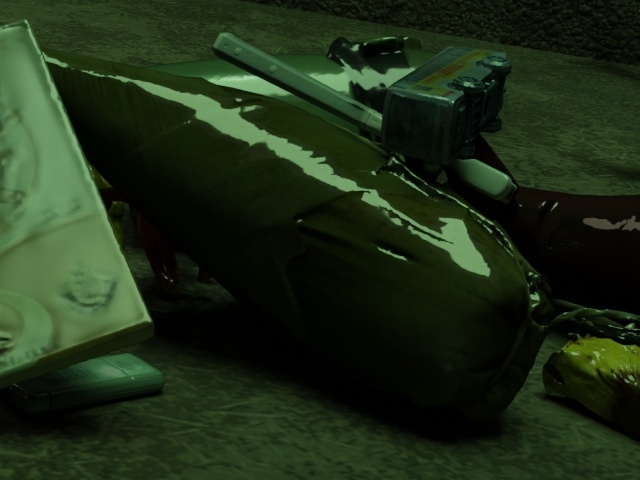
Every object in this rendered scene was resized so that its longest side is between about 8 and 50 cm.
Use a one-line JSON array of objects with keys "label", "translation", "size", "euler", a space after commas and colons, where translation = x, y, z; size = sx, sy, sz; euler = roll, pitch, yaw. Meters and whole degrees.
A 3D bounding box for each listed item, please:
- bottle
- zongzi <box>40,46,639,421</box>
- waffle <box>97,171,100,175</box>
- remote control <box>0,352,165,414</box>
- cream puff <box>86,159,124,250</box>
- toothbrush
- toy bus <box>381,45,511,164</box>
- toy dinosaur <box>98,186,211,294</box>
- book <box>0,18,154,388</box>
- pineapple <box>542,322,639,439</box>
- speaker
[{"label": "bottle", "translation": [-0.026, -0.110, 1.486], "size": [0.347, 0.168, 0.168], "euler": [-9, 19, -6]}, {"label": "zongzi", "translation": [0.000, 0.000, 1.124], "size": [0.418, 0.181, 0.447], "euler": [26, 5, -37]}, {"label": "waffle", "translation": [-0.251, -0.121, 1.725], "size": [0.282, 0.058, 0.301], "euler": [21, 21, 36]}, {"label": "remote control", "translation": [-0.173, 0.103, 1.081], "size": [0.124, 0.017, 0.053], "euler": [-7, 22, -45]}, {"label": "cream puff", "translation": [-0.240, -0.029, 1.285], "size": [0.156, 0.156, 0.121], "euler": [0, -2, -29]}, {"label": "toothbrush", "translation": [0.029, -0.111, 1.282], "size": [0.342, 0.025, 0.030], "euler": [30, 0, 32]}, {"label": "toy bus", "translation": [0.107, -0.117, 1.226], "size": [0.075, 0.064, 0.190], "euler": [15, 23, 18]}, {"label": "toy dinosaur", "translation": [-0.136, -0.006, 1.316], "size": [0.055, 0.101, 0.279], "euler": [-21, 0, 15]}, {"label": "book", "translation": [-0.262, -0.021, 1.054], "size": [0.208, 0.020, 0.295], "euler": [-19, 60, -13]}, {"label": "pineapple", "translation": [0.250, 0.119, 1.201], "size": [0.137, 0.069, 0.116], "euler": [1, 22, 2]}, {"label": "speaker", "translation": [0.219, 0.006, 1.359], "size": [0.330, 0.198, 0.259], "euler": [10, 2, 33]}]
